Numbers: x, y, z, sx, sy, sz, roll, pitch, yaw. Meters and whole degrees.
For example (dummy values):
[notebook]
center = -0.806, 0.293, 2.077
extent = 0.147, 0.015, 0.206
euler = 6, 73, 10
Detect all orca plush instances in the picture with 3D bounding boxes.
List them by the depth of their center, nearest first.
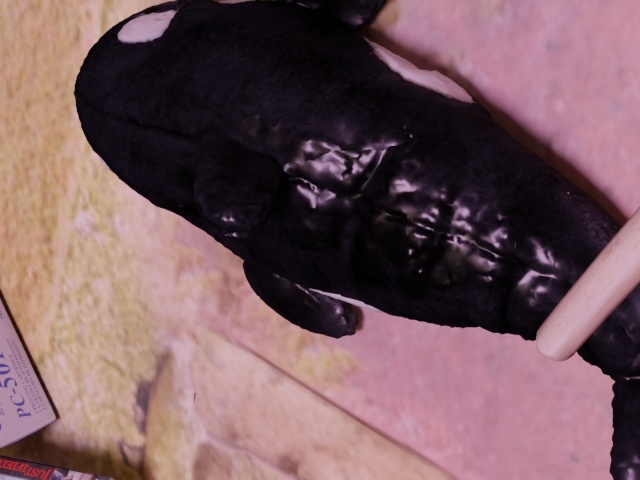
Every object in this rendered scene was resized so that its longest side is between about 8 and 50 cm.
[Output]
[orca plush]
center = 0.000, 0.000, 0.661
extent = 0.287, 0.102, 0.151
euler = 42, 131, 22

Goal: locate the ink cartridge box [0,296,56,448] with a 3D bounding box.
[ink cartridge box]
center = -0.211, 0.013, 0.901
extent = 0.097, 0.046, 0.207
euler = -26, 89, 46

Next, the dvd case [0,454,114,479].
[dvd case]
center = -0.134, 0.132, 0.866
extent = 0.119, 0.013, 0.087
euler = 6, 136, 27

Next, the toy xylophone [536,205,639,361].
[toy xylophone]
center = 0.177, 0.028, 0.402
extent = 0.322, 0.236, 0.081
euler = 95, 174, -67
